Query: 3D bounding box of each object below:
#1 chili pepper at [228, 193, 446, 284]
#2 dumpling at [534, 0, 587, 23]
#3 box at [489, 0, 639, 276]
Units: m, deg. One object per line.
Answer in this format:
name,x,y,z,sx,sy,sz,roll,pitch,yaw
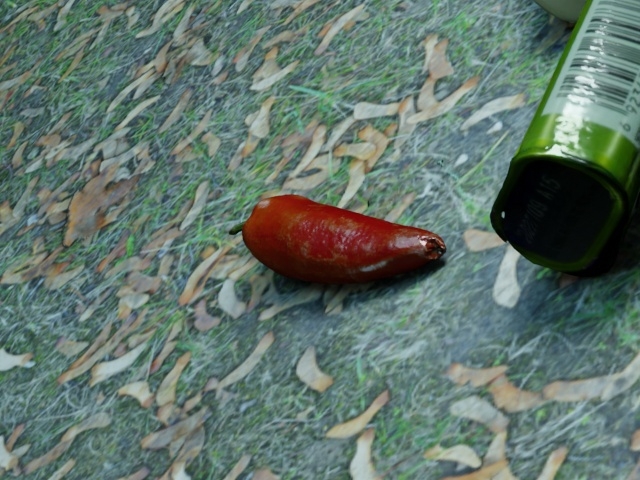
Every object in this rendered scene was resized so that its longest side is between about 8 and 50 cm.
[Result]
chili pepper,0.000,0.000,1.616,0.272,0.063,0.071,10,70,53
dumpling,0.196,-0.248,1.619,0.100,0.134,0.169,-35,27,19
box,0.228,-0.142,1.441,0.097,0.134,0.345,19,58,13
